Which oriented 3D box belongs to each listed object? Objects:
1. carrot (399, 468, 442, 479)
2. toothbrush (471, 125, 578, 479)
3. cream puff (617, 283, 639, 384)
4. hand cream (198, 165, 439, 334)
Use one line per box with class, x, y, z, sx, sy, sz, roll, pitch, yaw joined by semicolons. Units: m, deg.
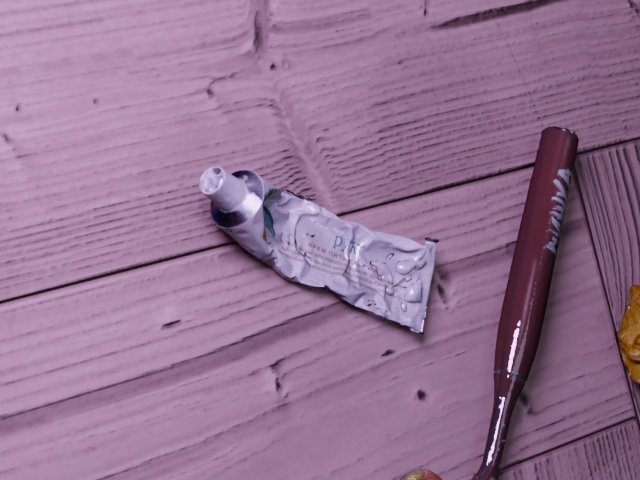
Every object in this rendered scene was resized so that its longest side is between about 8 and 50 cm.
carrot;0.113;0.276;1.632;0.047;0.047;0.191;-37;110;-36
toothbrush;0.178;0.066;1.721;0.041;0.041;0.364;26;67;-32
cream puff;0.335;0.089;1.803;0.122;0.094;0.116;53;58;-23
hand cream;-0.003;0.000;1.587;0.257;0.050;0.084;24;69;-39
